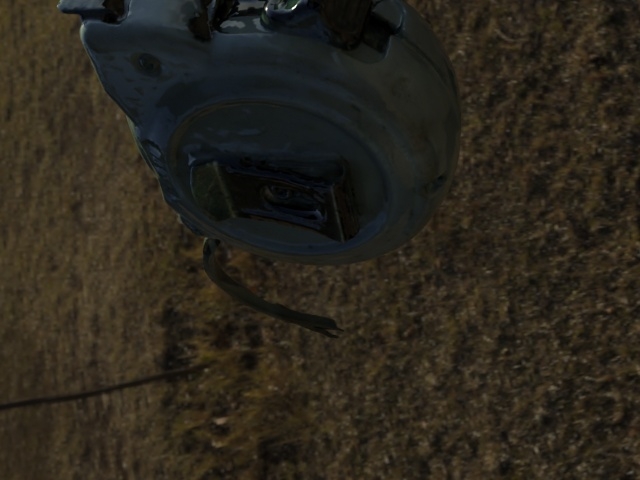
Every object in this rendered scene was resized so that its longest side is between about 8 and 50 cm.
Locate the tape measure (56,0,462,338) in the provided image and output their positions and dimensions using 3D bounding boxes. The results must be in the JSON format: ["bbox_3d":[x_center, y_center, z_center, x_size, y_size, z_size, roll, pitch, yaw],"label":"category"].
[{"bbox_3d":[-0.001,0.001,0.467,0.164,0.084,0.330,7,145,21],"label":"tape measure"}]
